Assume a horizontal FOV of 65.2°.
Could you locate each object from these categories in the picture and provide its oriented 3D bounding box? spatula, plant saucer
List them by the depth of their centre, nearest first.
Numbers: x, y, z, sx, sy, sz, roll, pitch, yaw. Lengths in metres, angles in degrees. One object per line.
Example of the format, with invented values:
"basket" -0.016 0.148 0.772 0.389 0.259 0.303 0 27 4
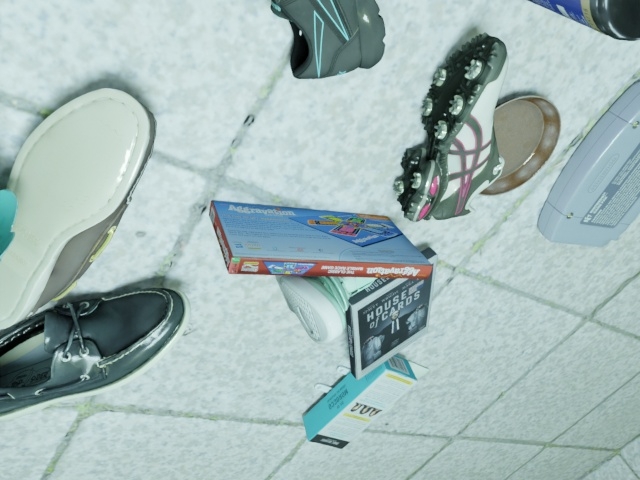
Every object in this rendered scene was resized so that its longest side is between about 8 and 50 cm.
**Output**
"plant saucer" 0.282 -0.145 0.760 0.169 0.029 0.168 -12 133 -13
"spatula" 0.111 0.307 1.081 0.242 0.019 0.168 28 115 -37

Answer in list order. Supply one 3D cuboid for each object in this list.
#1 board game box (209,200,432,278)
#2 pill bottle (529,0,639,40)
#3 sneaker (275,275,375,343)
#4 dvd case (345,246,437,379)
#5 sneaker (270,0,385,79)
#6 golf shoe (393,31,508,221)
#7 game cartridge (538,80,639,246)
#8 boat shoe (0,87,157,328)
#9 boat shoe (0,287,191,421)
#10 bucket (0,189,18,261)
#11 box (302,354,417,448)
"board game box" 0.000 0.000 0.686 0.282 0.145 0.027 4 121 -25
"pill bottle" 0.256 -0.290 0.494 0.123 0.219 0.122 -12 131 -14
"sneaker" 0.026 0.056 0.703 0.151 0.256 0.094 -24 100 -9
"dvd case" 0.125 0.136 0.891 0.179 0.029 0.238 -29 141 -19
"sneaker" -0.008 -0.276 0.481 0.106 0.101 0.267 -21 133 -2
"golf shoe" 0.193 -0.139 0.671 0.120 0.105 0.272 5 136 -12
"game cartridge" 0.513 -0.120 0.862 0.198 0.062 0.297 8 125 -23
"boat shoe" -0.286 -0.035 0.574 0.117 0.097 0.324 41 106 1
"boat shoe" -0.348 0.141 0.677 0.341 0.127 0.113 -20 146 7
"bucket" -0.440 0.007 0.435 0.281 0.281 0.183 19 124 -34
"box" 0.079 0.332 1.040 0.101 0.060 0.244 28 114 -33
